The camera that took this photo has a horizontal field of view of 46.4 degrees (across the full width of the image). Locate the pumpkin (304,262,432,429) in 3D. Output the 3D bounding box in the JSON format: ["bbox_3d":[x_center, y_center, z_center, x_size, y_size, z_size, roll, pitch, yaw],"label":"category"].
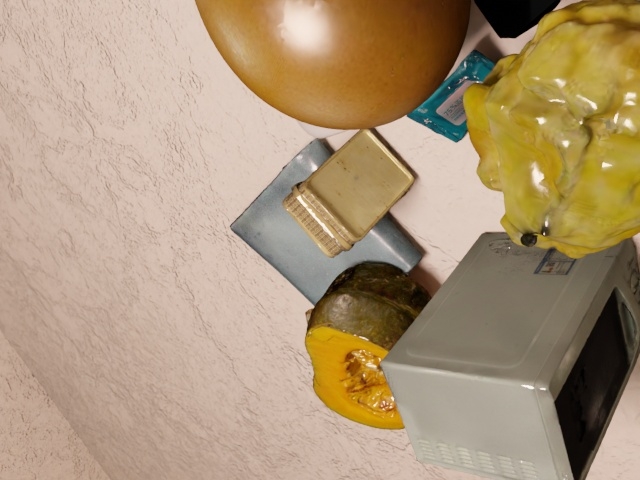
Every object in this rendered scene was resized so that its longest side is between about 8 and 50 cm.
[{"bbox_3d":[0.069,0.174,1.194,0.221,0.139,0.317,15,145,19],"label":"pumpkin"}]

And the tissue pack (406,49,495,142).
[{"bbox_3d":[0.179,-0.176,0.926,0.085,0.028,0.138,26,141,-20],"label":"tissue pack"}]

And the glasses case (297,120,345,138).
[{"bbox_3d":[0.049,-0.202,1.003,0.233,0.059,0.092,-12,115,46],"label":"glasses case"}]

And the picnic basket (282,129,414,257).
[{"bbox_3d":[0.040,-0.066,1.044,0.115,0.164,0.079,48,148,-1],"label":"picnic basket"}]

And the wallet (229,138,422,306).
[{"bbox_3d":[-0.001,0.001,1.211,0.251,0.054,0.290,46,139,-2],"label":"wallet"}]

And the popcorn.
[{"bbox_3d":[0.274,-0.111,0.776,0.252,0.215,0.286,16,135,22],"label":"popcorn"}]

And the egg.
[{"bbox_3d":[0.005,-0.283,0.804,0.351,0.282,0.283,54,143,21],"label":"egg"}]

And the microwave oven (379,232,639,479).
[{"bbox_3d":[0.253,0.140,0.924,0.237,0.295,0.181,0,122,40],"label":"microwave oven"}]

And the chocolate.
[{"bbox_3d":[0.215,-0.292,0.773,0.125,0.080,0.149,37,127,25],"label":"chocolate"}]
